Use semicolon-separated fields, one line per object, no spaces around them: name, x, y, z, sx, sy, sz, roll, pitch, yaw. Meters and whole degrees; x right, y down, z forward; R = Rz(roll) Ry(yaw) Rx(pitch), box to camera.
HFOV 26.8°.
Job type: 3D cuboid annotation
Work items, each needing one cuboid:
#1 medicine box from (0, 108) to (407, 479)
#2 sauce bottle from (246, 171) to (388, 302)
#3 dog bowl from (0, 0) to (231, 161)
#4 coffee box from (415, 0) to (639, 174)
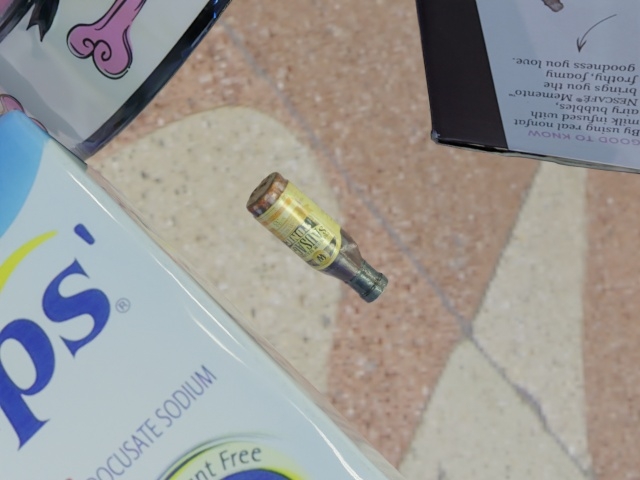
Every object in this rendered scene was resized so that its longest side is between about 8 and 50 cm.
medicine box;-0.110;0.143;0.577;0.263;0.289;0.149;-46;166;-3
sauce bottle;0.000;0.000;1.054;0.128;0.042;0.042;39;54;-15
dog bowl;-0.150;-0.262;1.016;0.150;0.408;0.408;32;59;-21
coffee box;0.090;-0.168;0.334;0.297;0.119;0.168;75;30;-54
